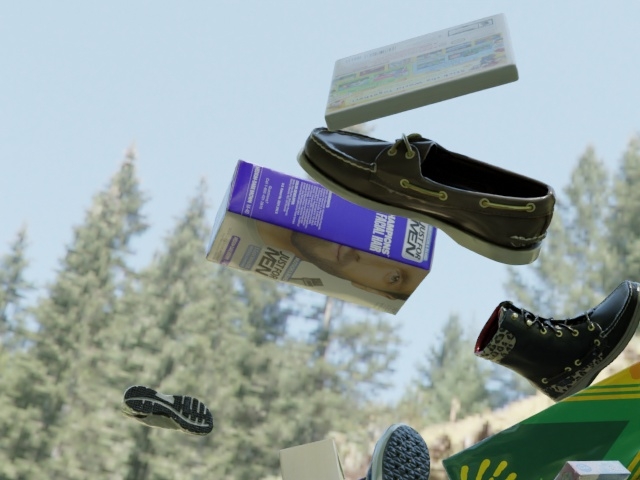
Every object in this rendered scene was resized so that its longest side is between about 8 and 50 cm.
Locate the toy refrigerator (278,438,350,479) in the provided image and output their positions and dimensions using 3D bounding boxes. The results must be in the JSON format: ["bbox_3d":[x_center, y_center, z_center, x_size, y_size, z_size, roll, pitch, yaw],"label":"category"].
[{"bbox_3d":[0.010,0.421,1.732,0.094,0.269,0.102,-13,-47,1],"label":"toy refrigerator"}]

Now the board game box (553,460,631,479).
[{"bbox_3d":[0.230,0.240,1.117,0.090,0.020,0.090,10,-64,-46],"label":"board game box"}]

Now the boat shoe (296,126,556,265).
[{"bbox_3d":[0.127,-0.077,1.497,0.324,0.116,0.096,24,-56,14],"label":"boat shoe"}]

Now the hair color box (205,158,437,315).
[{"bbox_3d":[0.000,0.000,1.993,0.339,0.110,0.185,15,-30,-9],"label":"hair color box"}]

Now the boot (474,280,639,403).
[{"bbox_3d":[0.363,0.131,1.867,0.179,0.085,0.236,27,-64,-12],"label":"boot"}]

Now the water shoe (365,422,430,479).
[{"bbox_3d":[0.063,0.289,1.350,0.073,0.203,0.080,38,-48,-18],"label":"water shoe"}]

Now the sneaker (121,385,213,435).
[{"bbox_3d":[-0.173,0.193,1.378,0.109,0.040,0.044,22,-35,-13],"label":"sneaker"}]

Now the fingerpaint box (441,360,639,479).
[{"bbox_3d":[0.413,0.374,1.659,0.371,0.163,0.444,-28,-45,4],"label":"fingerpaint box"}]

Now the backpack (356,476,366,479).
[{"bbox_3d":[0.056,0.354,1.527,0.120,0.098,0.101,-14,-36,-22],"label":"backpack"}]

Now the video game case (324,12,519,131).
[{"bbox_3d":[0.121,-0.205,1.481,0.227,0.206,0.026,-14,-66,11],"label":"video game case"}]
